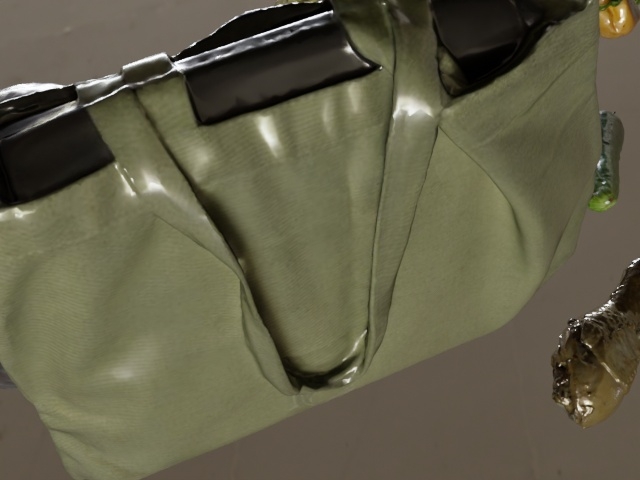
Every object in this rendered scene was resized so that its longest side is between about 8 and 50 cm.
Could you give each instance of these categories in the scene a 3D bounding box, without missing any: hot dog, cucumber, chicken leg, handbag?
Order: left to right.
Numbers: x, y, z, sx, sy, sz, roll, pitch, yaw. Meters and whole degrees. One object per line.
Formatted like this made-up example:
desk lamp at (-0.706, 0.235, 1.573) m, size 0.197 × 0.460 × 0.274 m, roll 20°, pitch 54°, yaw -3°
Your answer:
handbag at (-0.004, -0.001, 0.545) m, size 0.315 × 0.253 × 0.109 m, roll -20°, pitch -125°, yaw -8°
cucumber at (0.197, -0.061, 0.824) m, size 0.039 × 0.039 × 0.168 m, roll 0°, pitch -152°, yaw 15°
hot dog at (0.220, -0.190, 0.875) m, size 0.055 × 0.072 × 0.188 m, roll 9°, pitch -166°, yaw 14°
chicken leg at (0.281, 0.085, 1.095) m, size 0.085 × 0.069 × 0.198 m, roll 36°, pitch -115°, yaw 6°

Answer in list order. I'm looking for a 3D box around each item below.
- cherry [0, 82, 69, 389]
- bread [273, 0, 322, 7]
cherry at (-0.242, -0.009, 1.004) m, size 0.218 × 0.255 × 0.296 m, roll 24°, pitch -122°, yaw -10°
bread at (0.109, -0.278, 1.407) m, size 0.314 × 0.171 × 0.192 m, roll 13°, pitch -118°, yaw 11°
